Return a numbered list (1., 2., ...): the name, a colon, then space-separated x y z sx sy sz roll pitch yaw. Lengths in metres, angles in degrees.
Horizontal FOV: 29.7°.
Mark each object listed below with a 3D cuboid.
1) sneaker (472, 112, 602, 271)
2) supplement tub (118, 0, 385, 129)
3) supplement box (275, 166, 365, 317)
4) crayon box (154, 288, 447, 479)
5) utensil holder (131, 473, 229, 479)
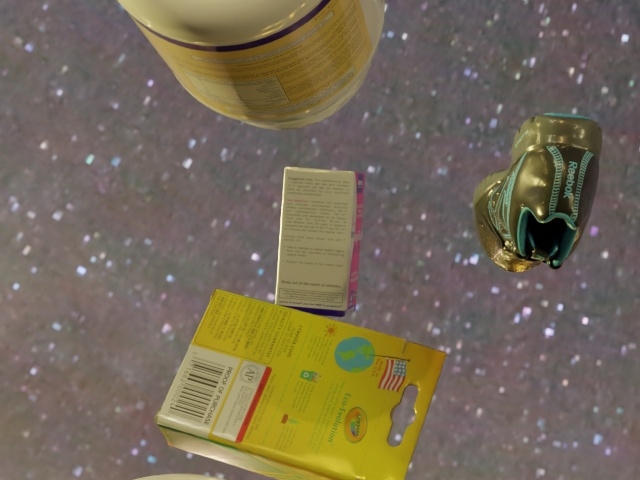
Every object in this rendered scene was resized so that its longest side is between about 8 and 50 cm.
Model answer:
1. sneaker: 0.254 -0.023 1.491 0.125 0.140 0.341 8 -24 2
2. supplement tub: -0.063 -0.254 1.185 0.241 0.241 0.331 14 -10 11
3. supplement box: 0.000 0.000 1.846 0.113 0.111 0.220 3 -86 11
4. crayon box: -0.020 0.198 1.514 0.318 0.202 0.081 15 -29 17
5. utensil holder: -0.110 0.428 1.201 0.327 0.328 0.385 14 -19 11
